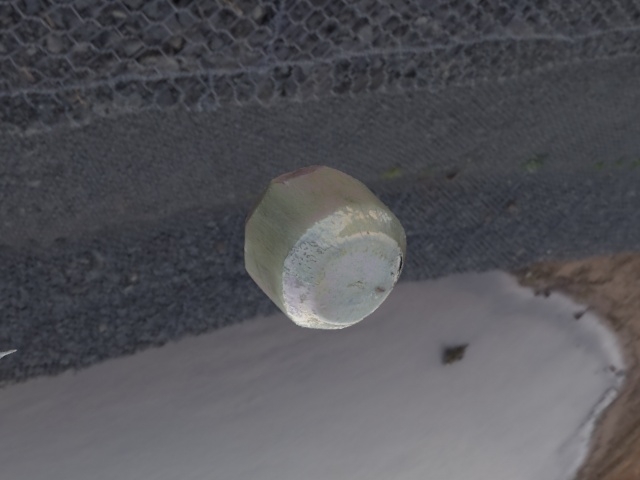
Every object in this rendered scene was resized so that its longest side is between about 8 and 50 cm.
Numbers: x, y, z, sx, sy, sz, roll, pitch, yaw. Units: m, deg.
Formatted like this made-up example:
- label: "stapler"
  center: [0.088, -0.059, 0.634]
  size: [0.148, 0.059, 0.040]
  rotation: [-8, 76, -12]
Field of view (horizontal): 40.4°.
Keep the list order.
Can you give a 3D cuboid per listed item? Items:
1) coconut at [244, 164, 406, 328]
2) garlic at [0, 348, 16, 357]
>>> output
- label: "coconut"
  center: [0.000, 0.000, 0.945]
  size: [0.170, 0.183, 0.171]
  rotation: [-16, 128, -21]
- label: "garlic"
  center: [-0.584, 0.184, 1.355]
  size: [0.164, 0.245, 0.146]
  rotation: [-21, 106, -32]
